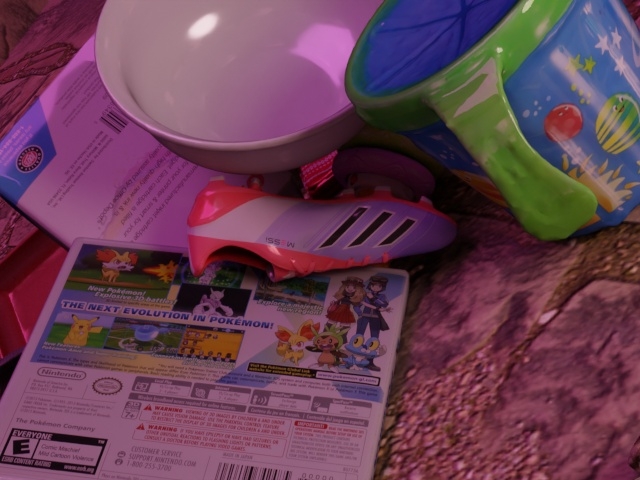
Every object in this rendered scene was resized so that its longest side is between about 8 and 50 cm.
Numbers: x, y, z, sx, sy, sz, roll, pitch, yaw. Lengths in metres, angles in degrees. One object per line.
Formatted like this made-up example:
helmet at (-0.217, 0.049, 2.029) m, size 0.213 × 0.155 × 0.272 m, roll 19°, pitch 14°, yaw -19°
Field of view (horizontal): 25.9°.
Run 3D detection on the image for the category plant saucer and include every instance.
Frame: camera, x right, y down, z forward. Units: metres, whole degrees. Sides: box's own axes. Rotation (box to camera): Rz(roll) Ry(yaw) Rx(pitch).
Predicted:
plant saucer at (-0.299, 0.073, 1.741) m, size 0.258 × 0.048 × 0.259 m, roll -41°, pitch 52°, yaw 14°

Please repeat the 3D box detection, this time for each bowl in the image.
bowl at (-0.055, -0.166, 1.328) m, size 0.298 × 0.134 × 0.297 m, roll -4°, pitch 55°, yaw 6°

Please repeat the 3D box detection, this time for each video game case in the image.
video game case at (-0.103, 0.121, 1.224) m, size 0.329 × 0.036 × 0.300 m, roll 5°, pitch 43°, yaw 9°

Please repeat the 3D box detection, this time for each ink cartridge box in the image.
ink cartridge box at (-0.176, -0.041, 1.477) m, size 0.198 × 0.270 × 0.197 m, roll -51°, pitch -16°, yaw -8°

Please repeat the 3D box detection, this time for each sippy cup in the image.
sippy cup at (0.177, -0.126, 1.154) m, size 0.240 × 0.224 × 0.305 m, roll -8°, pitch 45°, yaw 55°

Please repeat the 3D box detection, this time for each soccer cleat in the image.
soccer cleat at (0.000, 0.000, 1.281) m, size 0.083 × 0.248 × 0.095 m, roll 95°, pitch -179°, yaw -72°

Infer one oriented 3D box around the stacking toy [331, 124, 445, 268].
stacking toy at (0.073, -0.091, 1.400) m, size 0.175 × 0.166 × 0.301 m, roll -18°, pitch 51°, yaw 59°

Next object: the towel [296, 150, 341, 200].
towel at (0.035, -0.161, 1.672) m, size 0.199 × 0.031 × 0.275 m, roll -43°, pitch 24°, yaw 8°

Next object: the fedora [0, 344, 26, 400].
fedora at (-0.275, 0.236, 1.406) m, size 0.124 × 0.243 × 0.275 m, roll 20°, pitch 56°, yaw 33°

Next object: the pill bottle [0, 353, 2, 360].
pill bottle at (-0.495, 0.270, 1.717) m, size 0.169 × 0.169 × 0.301 m, roll -28°, pitch 31°, yaw 36°

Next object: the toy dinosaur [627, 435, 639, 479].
toy dinosaur at (0.219, 0.190, 0.815) m, size 0.118 × 0.064 × 0.268 m, roll -40°, pitch 28°, yaw 0°
